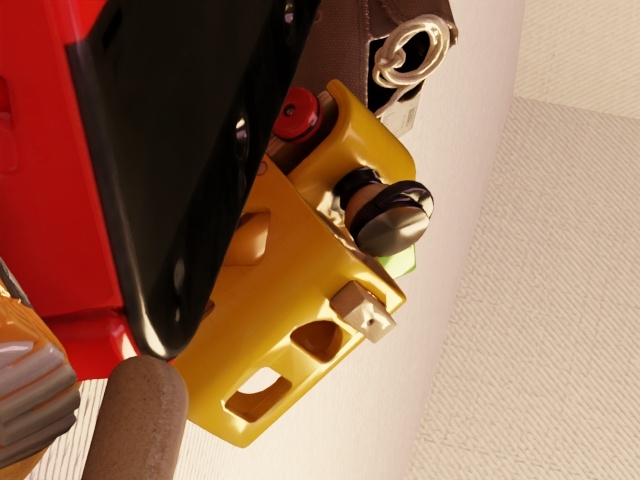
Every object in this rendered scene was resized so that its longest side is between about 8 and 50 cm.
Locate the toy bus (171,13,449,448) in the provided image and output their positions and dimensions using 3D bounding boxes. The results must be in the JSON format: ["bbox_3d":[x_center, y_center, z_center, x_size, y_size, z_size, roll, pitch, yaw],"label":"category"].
[{"bbox_3d":[-0.006,0.010,0.785,0.191,0.104,0.202,-14,137,-28],"label":"toy bus"}]

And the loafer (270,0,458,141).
[{"bbox_3d":[0.024,-0.139,0.975,0.134,0.130,0.366,76,27,-69],"label":"loafer"}]

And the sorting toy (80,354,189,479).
[{"bbox_3d":[-0.106,0.210,0.469,0.229,0.041,0.307,116,-12,-55],"label":"sorting toy"}]

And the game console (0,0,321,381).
[{"bbox_3d":[-0.061,-0.173,0.595,0.386,0.060,0.342,-74,162,-50],"label":"game console"}]

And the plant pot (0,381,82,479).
[{"bbox_3d":[-0.121,0.006,0.621,0.236,0.032,0.236,11,90,-81],"label":"plant pot"}]

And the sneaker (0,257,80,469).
[{"bbox_3d":[-0.126,0.013,0.455,0.083,0.084,0.215,57,-19,28],"label":"sneaker"}]

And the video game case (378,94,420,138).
[{"bbox_3d":[0.066,-0.191,1.406,0.232,0.042,0.210,-41,142,-74],"label":"video game case"}]
